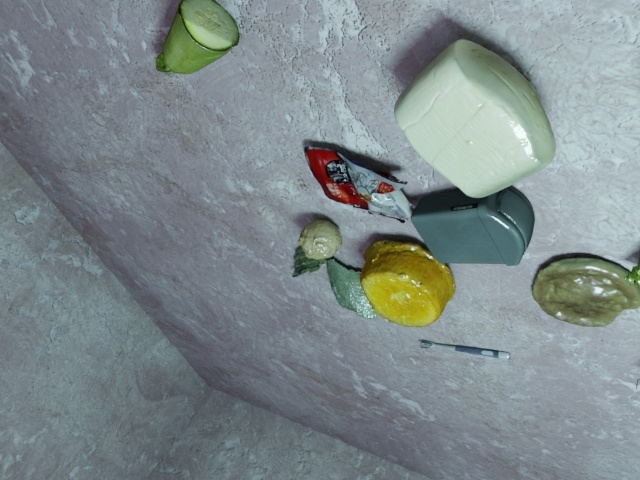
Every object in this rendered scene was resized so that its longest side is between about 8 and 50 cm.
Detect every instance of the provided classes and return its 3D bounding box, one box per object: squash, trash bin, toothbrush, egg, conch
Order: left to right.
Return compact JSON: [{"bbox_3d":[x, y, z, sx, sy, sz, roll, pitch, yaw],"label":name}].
[{"bbox_3d":[-0.273,-0.425,1.098,0.137,0.137,0.287,47,159,-21],"label":"squash"},{"bbox_3d":[0.000,0.000,1.400,0.118,0.116,0.140,35,173,-13],"label":"egg"},{"bbox_3d":[0.434,0.333,1.557,0.287,0.026,0.024,1,94,39],"label":"toothbrush"},{"bbox_3d":[0.334,-0.030,1.097,0.236,0.101,0.177,-4,135,47],"label":"trash bin"},{"bbox_3d":[0.637,0.051,0.965,0.121,0.074,0.089,-26,142,29],"label":"conch"}]

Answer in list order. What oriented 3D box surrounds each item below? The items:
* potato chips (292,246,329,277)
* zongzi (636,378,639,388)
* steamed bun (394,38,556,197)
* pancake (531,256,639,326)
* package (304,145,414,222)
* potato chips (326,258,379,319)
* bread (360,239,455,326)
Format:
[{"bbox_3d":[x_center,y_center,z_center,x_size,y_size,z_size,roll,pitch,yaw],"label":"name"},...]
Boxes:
[{"bbox_3d":[-0.047,0.059,1.586,0.207,0.028,0.092,-25,90,55],"label":"potato chips"},{"bbox_3d":[0.836,0.294,1.129,0.187,0.084,0.184,23,132,23],"label":"zongzi"},{"bbox_3d":[0.268,-0.207,0.863,0.250,0.155,0.200,43,143,-5],"label":"steamed bun"},{"bbox_3d":[0.584,0.121,1.134,0.222,0.042,0.236,35,149,-10],"label":"pancake"},{"bbox_3d":[0.095,-0.131,1.201,0.269,0.071,0.194,25,147,36],"label":"package"},{"bbox_3d":[0.103,0.145,1.554,0.228,0.059,0.167,28,129,10],"label":"potato chips"},{"bbox_3d":[0.226,0.113,1.333,0.268,0.146,0.269,19,143,15],"label":"bread"}]
